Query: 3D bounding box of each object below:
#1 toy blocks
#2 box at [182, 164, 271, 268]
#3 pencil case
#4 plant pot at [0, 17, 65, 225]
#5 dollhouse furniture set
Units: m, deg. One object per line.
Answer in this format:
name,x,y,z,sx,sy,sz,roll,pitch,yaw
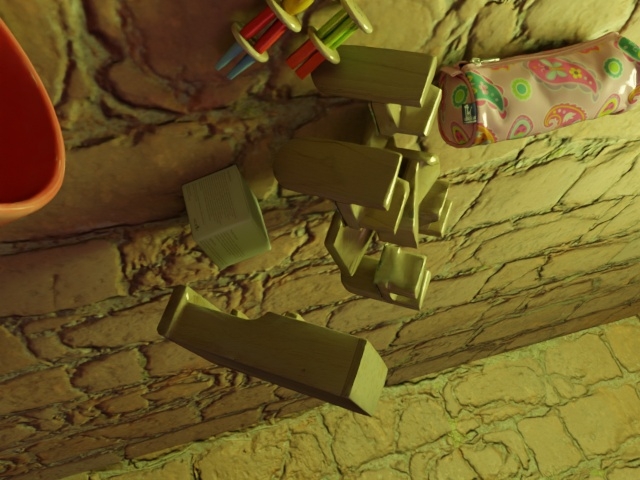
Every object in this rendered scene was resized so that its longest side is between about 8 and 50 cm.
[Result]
toy blocks,-0.033,-0.219,0.651,0.148,0.054,0.123,-35,148,24
box,-0.135,-0.033,0.857,0.087,0.102,0.101,-20,150,3
pencil case,0.299,-0.208,0.820,0.284,0.124,0.124,-13,151,-11
plant pot,-0.379,-0.082,0.432,0.243,0.275,0.275,-28,151,10
dollhouse furniture set,0.000,0.000,0.813,0.256,0.394,0.362,13,160,21
